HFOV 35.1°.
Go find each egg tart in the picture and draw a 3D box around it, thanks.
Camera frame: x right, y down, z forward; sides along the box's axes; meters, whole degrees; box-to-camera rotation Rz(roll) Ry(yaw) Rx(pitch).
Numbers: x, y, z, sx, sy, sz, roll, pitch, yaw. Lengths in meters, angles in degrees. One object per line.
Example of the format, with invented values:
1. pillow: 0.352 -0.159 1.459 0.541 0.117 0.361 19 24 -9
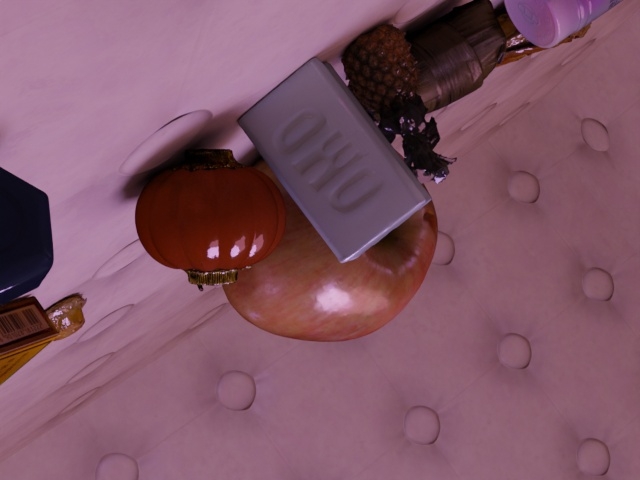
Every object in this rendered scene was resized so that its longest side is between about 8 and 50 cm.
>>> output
1. egg tart: 0.404 -0.425 2.041 0.297 0.132 0.297 -23 -179 1
2. egg tart: -0.473 0.150 1.836 0.129 0.049 0.129 -34 172 -5

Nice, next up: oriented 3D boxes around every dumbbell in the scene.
1. dumbbell: -0.391 0.049 1.066 0.156 0.143 0.316 -31 171 -41

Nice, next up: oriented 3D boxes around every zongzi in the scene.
1. zongzi: 0.165 -0.280 1.780 0.286 0.138 0.300 -31 -178 -11

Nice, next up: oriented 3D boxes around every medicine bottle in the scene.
1. medicine bottle: 0.473 -0.474 1.835 0.254 0.152 0.152 -36 174 -13

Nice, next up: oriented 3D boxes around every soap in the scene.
1. soap: 0.021 -0.117 1.502 0.160 0.265 0.087 -37 174 13

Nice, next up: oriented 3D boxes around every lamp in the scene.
1. lamp: -0.160 -0.036 1.475 0.223 0.196 0.223 -2 -175 0

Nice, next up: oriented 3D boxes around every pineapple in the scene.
1. pineapple: 0.128 -0.202 1.557 0.125 0.251 0.125 -26 176 -2

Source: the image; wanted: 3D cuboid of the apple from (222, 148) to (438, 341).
1. apple: 0.000 0.000 1.830 0.346 0.391 0.391 -22 -174 47

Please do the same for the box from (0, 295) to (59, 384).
1. box: -0.557 0.193 1.517 0.193 0.084 0.301 -39 173 21

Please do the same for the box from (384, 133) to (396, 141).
1. box: 0.116 -0.216 2.444 0.125 0.027 0.126 -32 174 -17

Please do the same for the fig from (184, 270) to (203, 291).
1. fig: -0.252 0.047 2.059 0.082 0.098 0.084 -9 -162 -24
